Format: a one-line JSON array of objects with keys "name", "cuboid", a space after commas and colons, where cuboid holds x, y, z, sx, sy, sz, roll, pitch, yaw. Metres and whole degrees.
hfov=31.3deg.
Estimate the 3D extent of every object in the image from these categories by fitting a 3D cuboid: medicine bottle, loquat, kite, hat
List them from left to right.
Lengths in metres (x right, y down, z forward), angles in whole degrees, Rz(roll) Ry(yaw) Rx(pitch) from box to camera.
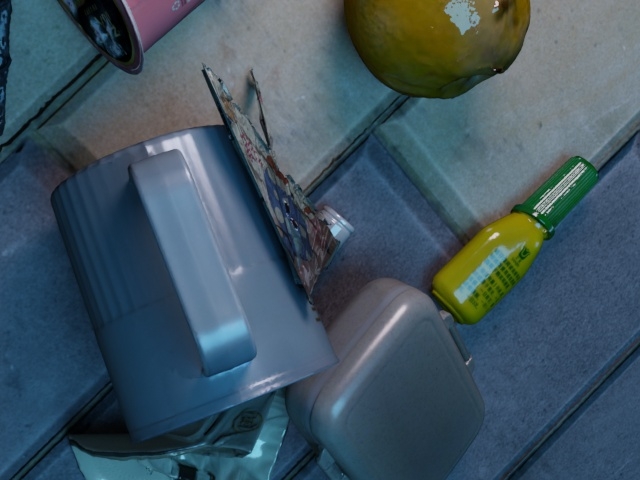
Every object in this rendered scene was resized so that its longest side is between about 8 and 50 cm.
[{"name": "hat", "cuboid": [-0.188, 0.266, 1.555, 0.301, 0.168, 0.258, 2, 144, -4]}, {"name": "kite", "cuboid": [-0.049, -0.068, 1.372, 0.014, 0.368, 0.406, -23, 143, 11]}, {"name": "medicine bottle", "cuboid": [0.000, 0.000, 1.575, 0.089, 0.057, 0.057, -50, 122, 0]}, {"name": "medicine bottle", "cuboid": [0.100, 0.233, 1.621, 0.282, 0.123, 0.375, -49, 139, -16]}, {"name": "loquat", "cuboid": [0.144, -0.299, 1.437, 0.244, 0.244, 0.244, -10, 114, -22]}, {"name": "medicine bottle", "cuboid": [0.295, -0.004, 1.706, 0.309, 0.076, 0.111, -44, 128, -3]}]

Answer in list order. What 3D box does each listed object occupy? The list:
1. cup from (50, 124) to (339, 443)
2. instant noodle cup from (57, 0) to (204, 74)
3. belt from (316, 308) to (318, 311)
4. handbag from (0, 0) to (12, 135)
[{"name": "cup", "cuboid": [-0.165, 0.048, 1.312, 0.257, 0.331, 0.311, -23, 85, 19]}, {"name": "instant noodle cup", "cuboid": [-0.176, -0.351, 1.269, 0.255, 0.244, 0.244, -40, 122, -17]}, {"name": "belt", "cuboid": [-0.112, 0.141, 1.581, 0.232, 0.053, 0.071, -20, 110, -18]}, {"name": "handbag", "cuboid": [-0.423, -0.243, 1.264, 0.175, 0.089, 0.270, -4, 112, -32]}]
